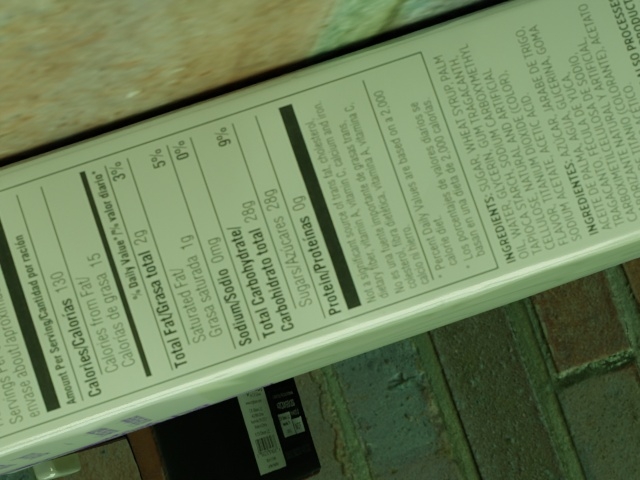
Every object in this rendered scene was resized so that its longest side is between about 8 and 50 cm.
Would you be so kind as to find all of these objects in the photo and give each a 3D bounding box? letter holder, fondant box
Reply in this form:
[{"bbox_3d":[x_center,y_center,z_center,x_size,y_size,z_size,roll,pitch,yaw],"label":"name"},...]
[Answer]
[{"bbox_3d":[-0.157,0.136,1.134,0.214,0.152,0.302,-19,174,15],"label":"letter holder"},{"bbox_3d":[0.000,0.000,0.643,0.330,0.096,0.238,-18,174,-4],"label":"fondant box"}]

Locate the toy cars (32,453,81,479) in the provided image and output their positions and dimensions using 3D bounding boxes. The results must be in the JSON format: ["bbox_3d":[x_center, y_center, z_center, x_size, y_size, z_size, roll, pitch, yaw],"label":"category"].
[{"bbox_3d":[-0.146,0.133,1.426,0.394,0.087,0.176,-16,173,-31],"label":"toy cars"}]
